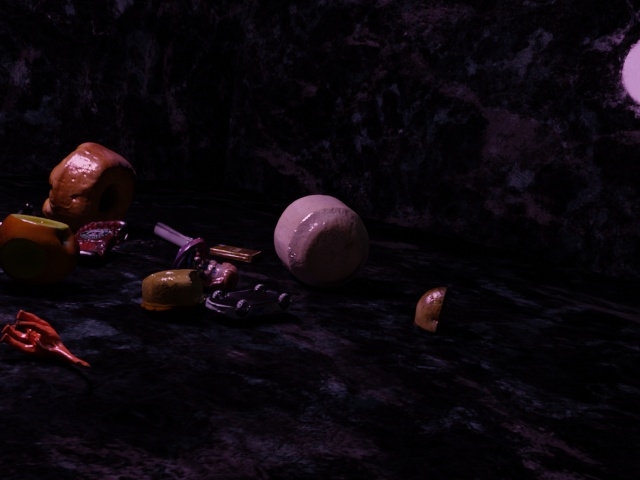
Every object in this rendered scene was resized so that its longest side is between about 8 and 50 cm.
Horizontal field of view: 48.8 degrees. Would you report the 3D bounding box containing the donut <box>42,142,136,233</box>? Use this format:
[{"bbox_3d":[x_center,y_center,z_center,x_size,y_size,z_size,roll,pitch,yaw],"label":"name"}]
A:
[{"bbox_3d":[-0.686,-0.149,2.119,0.150,0.299,0.317,23,36,10],"label":"donut"}]

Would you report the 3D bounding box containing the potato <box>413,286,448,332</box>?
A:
[{"bbox_3d":[0.252,0.149,1.603,0.066,0.103,0.096,13,9,15],"label":"potato"}]

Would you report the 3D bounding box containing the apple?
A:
[{"bbox_3d":[-0.593,0.015,1.493,0.147,0.163,0.146,-6,16,6],"label":"apple"}]

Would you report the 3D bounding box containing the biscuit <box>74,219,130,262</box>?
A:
[{"bbox_3d":[-0.603,0.008,1.839,0.151,0.063,0.235,5,25,7],"label":"biscuit"}]

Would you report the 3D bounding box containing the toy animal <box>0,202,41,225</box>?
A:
[{"bbox_3d":[-0.710,0.023,1.688,0.121,0.117,0.210,-28,43,-3],"label":"toy animal"}]

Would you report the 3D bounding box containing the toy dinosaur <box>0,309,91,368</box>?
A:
[{"bbox_3d":[-0.437,0.155,1.099,0.101,0.055,0.279,29,-7,-34],"label":"toy dinosaur"}]

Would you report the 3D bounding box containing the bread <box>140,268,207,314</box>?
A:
[{"bbox_3d":[-0.306,0.107,1.446,0.125,0.086,0.156,-2,5,1],"label":"bread"}]

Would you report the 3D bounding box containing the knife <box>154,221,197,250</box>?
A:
[{"bbox_3d":[-0.446,-0.010,2.203,0.073,0.041,0.265,15,3,-35],"label":"knife"}]

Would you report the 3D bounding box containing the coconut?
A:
[{"bbox_3d":[0.000,0.000,1.907,0.237,0.237,0.266,4,15,-23],"label":"coconut"}]

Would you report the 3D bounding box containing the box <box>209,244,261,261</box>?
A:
[{"bbox_3d":[-0.255,0.038,2.117,0.133,0.023,0.090,9,8,10],"label":"box"}]

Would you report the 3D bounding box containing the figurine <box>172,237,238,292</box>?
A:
[{"bbox_3d":[-0.273,0.072,1.677,0.157,0.114,0.126,34,39,-11],"label":"figurine"}]

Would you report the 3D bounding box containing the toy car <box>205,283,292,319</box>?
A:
[{"bbox_3d":[-0.150,0.134,1.486,0.095,0.056,0.205,16,15,42],"label":"toy car"}]
